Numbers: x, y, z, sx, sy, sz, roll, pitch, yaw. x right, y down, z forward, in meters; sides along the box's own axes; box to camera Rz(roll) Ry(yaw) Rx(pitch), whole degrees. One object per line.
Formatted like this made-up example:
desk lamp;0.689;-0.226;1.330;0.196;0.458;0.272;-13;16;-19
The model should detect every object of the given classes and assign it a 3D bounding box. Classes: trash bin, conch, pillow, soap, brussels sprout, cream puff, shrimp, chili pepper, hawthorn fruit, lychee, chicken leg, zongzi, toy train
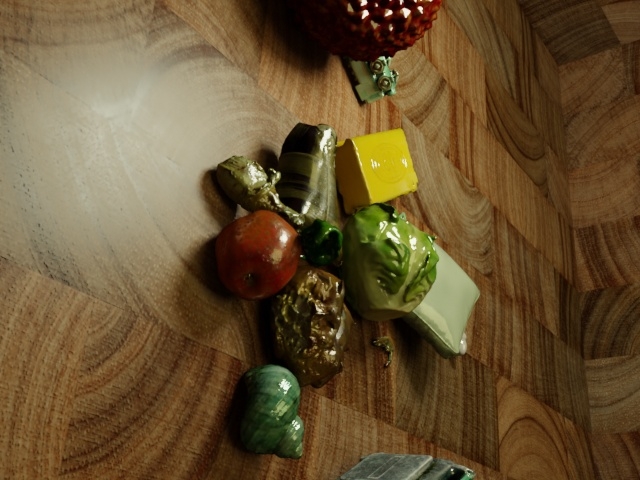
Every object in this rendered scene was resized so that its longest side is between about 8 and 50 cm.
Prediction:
trash bin;0.194;0.679;1.713;0.259;0.295;0.380;-16;97;-57
conch;-0.093;0.339;1.550;0.176;0.122;0.188;41;45;-74
pillow;0.328;0.158;2.221;0.255;0.120;0.322;45;38;-6
soap;0.150;-0.194;2.141;0.324;0.096;0.204;-24;98;-57
brussels sprout;0.169;0.054;1.966;0.260;0.227;0.294;13;75;-39
cream puff;-0.022;0.179;1.690;0.241;0.155;0.268;-56;140;-61
shrimp;0.167;0.291;2.049;0.114;0.023;0.083;20;64;-56
chili pepper;-0.001;0.006;1.642;0.074;0.100;0.257;61;-8;15
hawthorn fruit;-0.129;0.032;1.571;0.189;0.189;0.189;27;56;-50
lychee;0.131;-0.675;1.990;0.500;0.425;0.424;-28;102;-36
chicken leg;-0.119;-0.098;1.651;0.228;0.088;0.103;35;37;-1
zongzi;0.001;-0.103;1.837;0.288;0.134;0.285;37;61;-47
toy train;0.140;-0.489;2.216;0.193;0.125;0.080;62;28;-15

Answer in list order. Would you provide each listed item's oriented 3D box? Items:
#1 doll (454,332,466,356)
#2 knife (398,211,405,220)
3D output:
doll;0.399;0.274;2.371;0.161;0.059;0.159;-11;87;-58
knife;0.191;-0.010;2.204;0.043;0.020;0.293;64;34;-15
